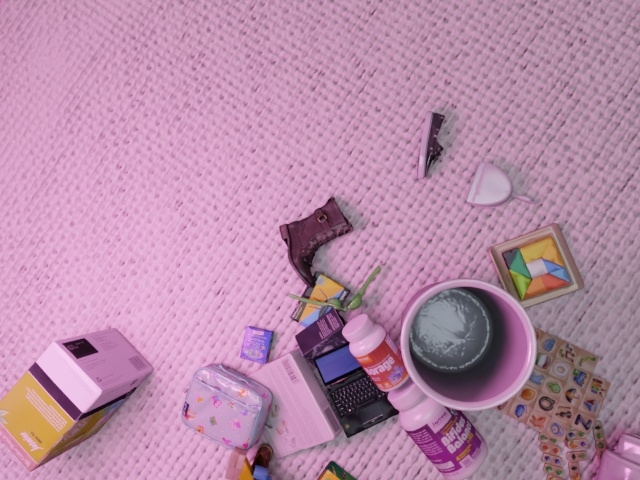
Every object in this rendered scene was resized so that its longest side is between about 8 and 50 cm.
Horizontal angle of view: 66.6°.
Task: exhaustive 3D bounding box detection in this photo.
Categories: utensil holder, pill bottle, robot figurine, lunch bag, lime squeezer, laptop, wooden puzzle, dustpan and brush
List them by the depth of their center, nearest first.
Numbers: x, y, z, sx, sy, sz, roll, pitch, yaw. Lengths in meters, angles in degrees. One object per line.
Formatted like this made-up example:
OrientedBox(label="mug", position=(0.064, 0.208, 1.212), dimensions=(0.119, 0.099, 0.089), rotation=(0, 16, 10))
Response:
OrientedBox(label="robot figurine", position=(0.886, 0.735, 1.369), dimensions=(0.300, 0.199, 0.354), rotation=(19, 84, -34))
OrientedBox(label="utensil holder", position=(0.386, 0.266, 1.385), dimensions=(0.327, 0.385, 0.328), rotation=(0, 87, 7))
OrientedBox(label="pill bottle", position=(0.162, 0.326, 1.429), dimensions=(0.121, 0.121, 0.216), rotation=(-37, 102, 3))
OrientedBox(label="pill bottle", position=(0.344, 0.547, 1.459), dimensions=(0.169, 0.169, 0.301), rotation=(-40, 92, 3))
OrientedBox(label="laptop", position=(0.135, 0.442, 1.509), dimensions=(0.234, 0.136, 0.264), rotation=(-23, 75, -5))
OrientedBox(label="wooden puzzle", position=(0.679, 0.085, 1.531), dimensions=(0.238, 0.044, 0.221), rotation=(-21, 83, 5))
OrientedBox(label="lime squeezer", position=(0.063, 0.176, 1.543), dimensions=(0.310, 0.059, 0.110), rotation=(-16, 100, -10))
OrientedBox(label="dustpan and brush", position=(0.589, -0.157, 1.560), dimensions=(0.211, 0.060, 0.147), rotation=(19, 90, 15))
OrientedBox(label="lunch bag", position=(-0.308, 0.531, 1.575), dimensions=(0.279, 0.108, 0.224), rotation=(20, 96, 15))

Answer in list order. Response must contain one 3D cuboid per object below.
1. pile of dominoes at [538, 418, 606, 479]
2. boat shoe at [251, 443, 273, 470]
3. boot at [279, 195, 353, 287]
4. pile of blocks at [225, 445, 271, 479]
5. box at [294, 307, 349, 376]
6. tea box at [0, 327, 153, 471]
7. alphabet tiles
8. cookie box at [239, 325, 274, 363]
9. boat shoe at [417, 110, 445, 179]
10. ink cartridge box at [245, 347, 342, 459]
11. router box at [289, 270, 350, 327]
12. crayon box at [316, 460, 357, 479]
OrientedBox(label="pile of dominoes", position=(0.779, 0.671, 1.480), dimensions=(0.195, 0.040, 0.251), rotation=(-8, 85, 6))
OrientedBox(label="boat shoe", position=(-0.206, 0.757, 1.586), dimensions=(0.064, 0.060, 0.178), rotation=(16, 92, 14))
OrientedBox(label="boot", position=(0.000, 0.000, 1.587), dimensions=(0.229, 0.091, 0.263), rotation=(-23, 68, 4))
OrientedBox(label="pile of blocks", position=(-0.183, 0.788, 1.504), dimensions=(0.148, 0.112, 0.362), rotation=(-19, 93, -4))
OrientedBox(label="box", position=(0.031, 0.323, 1.533), dimensions=(0.158, 0.156, 0.093), rotation=(-36, 38, 4))
OrientedBox(label="tea box", position=(-0.776, 0.483, 1.546), dimensions=(0.220, 0.329, 0.323), rotation=(43, 93, 8))
OrientedBox(label="alphabet tiles", position=(0.689, 0.436, 1.500), dimensions=(0.342, 0.011, 0.285), rotation=(25, 84, 13))
OrientedBox(label="cookie box", position=(-0.211, 0.348, 1.628), dimensions=(0.091, 0.040, 0.107), rotation=(12, 88, 8))
OrientedBox(label="boat shoe", position=(0.364, -0.308, 1.587), dimensions=(0.076, 0.080, 0.229), rotation=(9, 80, 9))
OrientedBox(label="ink cartridge box", position=(-0.106, 0.535, 1.591), dimensions=(0.261, 0.066, 0.296), rotation=(-33, 82, 30))
OrientedBox(label="router box", position=(-0.001, 0.210, 1.607), dimensions=(0.133, 0.046, 0.179), rotation=(30, 89, 8))
OrientedBox(label="crayon box", position=(0.016, 0.871, 1.542), dimensions=(0.165, 0.081, 0.278), rotation=(36, 91, 8))
